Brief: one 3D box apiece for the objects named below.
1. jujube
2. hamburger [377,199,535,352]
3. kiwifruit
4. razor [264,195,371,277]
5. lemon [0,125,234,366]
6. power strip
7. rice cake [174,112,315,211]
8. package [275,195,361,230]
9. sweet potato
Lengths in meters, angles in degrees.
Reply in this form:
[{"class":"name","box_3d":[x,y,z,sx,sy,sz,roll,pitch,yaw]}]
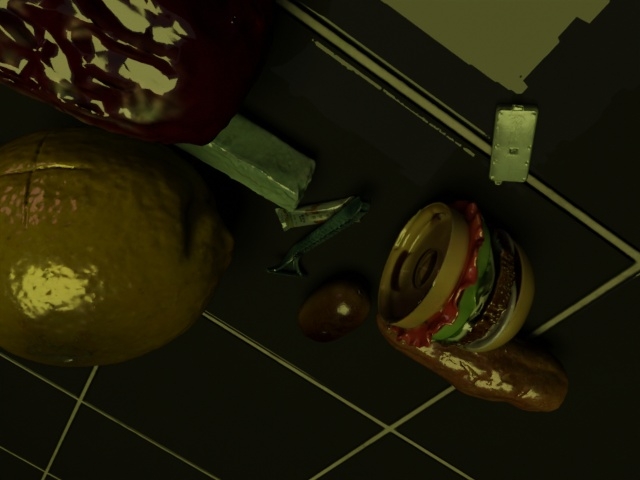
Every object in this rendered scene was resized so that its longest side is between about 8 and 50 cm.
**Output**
[{"class":"jujube","box_3d":[-0.221,-0.242,0.431,0.377,0.258,0.258,27,131,-21]},{"class":"hamburger","box_3d":[0.157,0.046,0.565,0.137,0.175,0.175,21,131,-14]},{"class":"kiwifruit","box_3d":[0.018,0.096,0.701,0.075,0.075,0.124,39,133,-11]},{"class":"razor","box_3d":[-0.001,-0.005,0.645,0.066,0.033,0.190,10,147,-32]},{"class":"lemon","box_3d":[-0.260,0.006,0.599,0.297,0.297,0.297,10,128,13]},{"class":"power strip","box_3d":[0.199,-0.099,0.527,0.040,0.016,0.090,5,126,16]},{"class":"rice cake","box_3d":[-0.161,-0.142,0.585,0.336,0.066,0.063,31,149,-4]},{"class":"package","box_3d":[-0.004,-0.034,0.648,0.110,0.015,0.037,-6,118,21]},{"class":"sweet potato","box_3d":[0.191,0.150,0.671,0.252,0.097,0.097,19,129,10]}]
